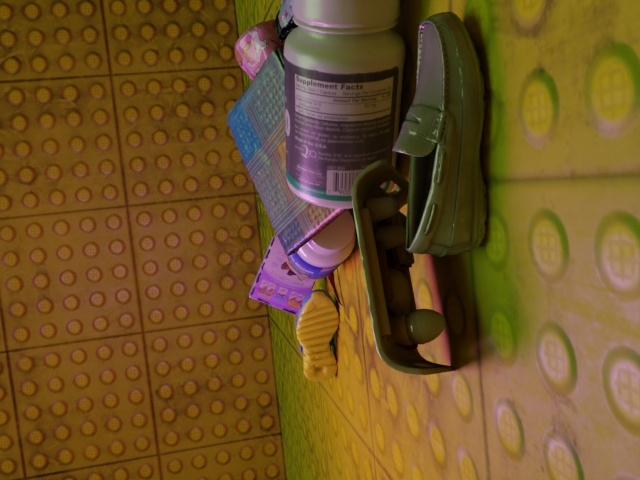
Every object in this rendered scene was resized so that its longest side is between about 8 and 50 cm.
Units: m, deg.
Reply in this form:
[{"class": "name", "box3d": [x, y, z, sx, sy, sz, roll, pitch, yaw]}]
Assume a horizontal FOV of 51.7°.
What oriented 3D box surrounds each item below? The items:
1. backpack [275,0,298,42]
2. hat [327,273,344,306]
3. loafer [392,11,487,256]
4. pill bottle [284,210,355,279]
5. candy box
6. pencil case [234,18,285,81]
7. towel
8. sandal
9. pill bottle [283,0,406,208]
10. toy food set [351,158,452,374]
[{"class": "backpack", "box3d": [-0.013, -0.508, 1.403, 0.182, 0.152, 0.115, -43, 63, 61]}, {"class": "hat", "box3d": [0.021, 0.043, 1.844, 0.208, 0.183, 0.173, -57, 14, -12]}, {"class": "loafer", "box3d": [0.152, -0.135, 0.874, 0.112, 0.111, 0.319, -153, 57, -76]}, {"class": "pill bottle", "box3d": [0.000, 0.000, 1.598, 0.272, 0.152, 0.152, 123, 139, -74]}, {"class": "candy box", "box3d": [-0.099, 0.104, 1.943, 0.070, 0.165, 0.196, 162, 130, -79]}, {"class": "pencil case", "box3d": [-0.061, -0.314, 1.525, 0.167, 0.160, 0.386, 85, 161, -75]}, {"class": "towel", "box3d": [-0.074, -0.183, 1.428, 0.271, 0.040, 0.370, -39, 72, 48]}, {"class": "sandal", "box3d": [-0.016, 0.261, 1.925, 0.138, 0.126, 0.317, -105, 15, -52]}, {"class": "pill bottle", "box3d": [0.040, -0.255, 1.129, 0.204, 0.204, 0.361, -114, 21, -55]}, {"class": "toy food set", "box3d": [0.139, 0.049, 1.001, 0.220, 0.092, 0.306, 22, -122, -67]}]
